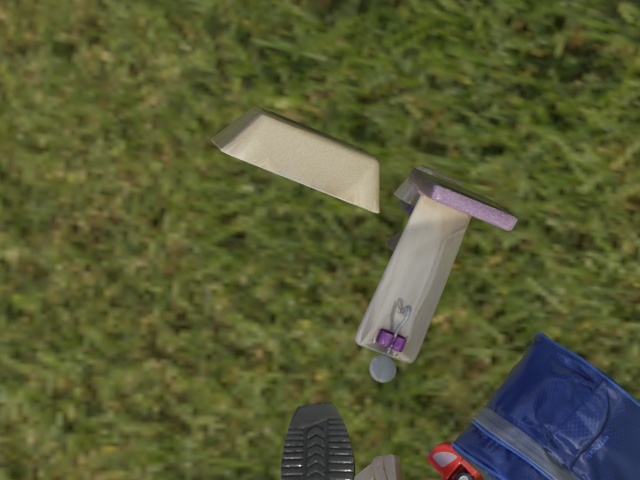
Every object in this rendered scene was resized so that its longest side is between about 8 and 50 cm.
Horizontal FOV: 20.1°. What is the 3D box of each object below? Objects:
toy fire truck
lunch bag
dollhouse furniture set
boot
[{"bbox_3d":[0.084,0.280,1.967,0.135,0.047,0.192,42,100,31],"label":"toy fire truck"},{"bbox_3d":[0.102,0.091,0.688,0.065,0.098,0.067,-50,23,-2],"label":"lunch bag"},{"bbox_3d":[0.000,0.000,0.708,0.091,0.114,0.081,-134,66,-74],"label":"dollhouse furniture set"},{"bbox_3d":[0.007,0.270,1.876,0.077,0.137,0.198,-4,82,7],"label":"boot"}]
